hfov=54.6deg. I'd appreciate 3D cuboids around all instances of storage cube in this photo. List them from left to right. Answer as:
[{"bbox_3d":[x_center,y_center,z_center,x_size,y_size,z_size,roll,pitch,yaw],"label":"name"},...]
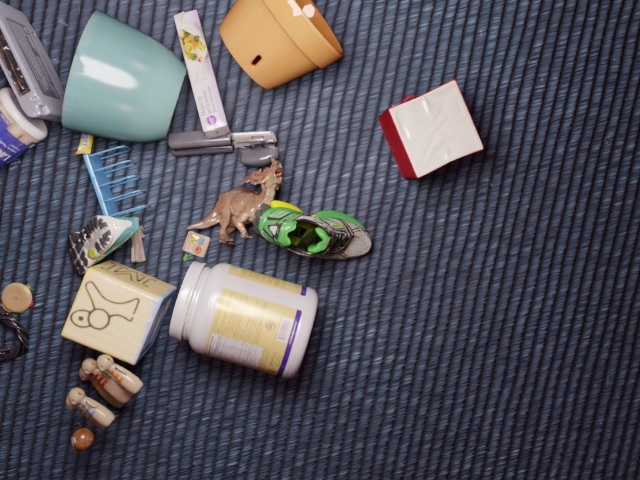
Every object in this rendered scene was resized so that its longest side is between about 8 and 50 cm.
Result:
[{"bbox_3d":[0.273,-0.277,1.577,0.183,0.193,0.215,-23,96,0],"label":"storage cube"}]

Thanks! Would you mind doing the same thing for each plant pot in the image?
[{"bbox_3d":[-0.462,-0.373,1.509,0.235,0.293,0.293,17,94,-15],"label":"plant pot"},{"bbox_3d":[-0.109,-0.511,1.517,0.203,0.291,0.291,-34,95,17],"label":"plant pot"}]

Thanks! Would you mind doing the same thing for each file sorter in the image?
[{"bbox_3d":[-0.520,-0.151,1.602,0.104,0.118,0.170,-18,95,-4],"label":"file sorter"}]

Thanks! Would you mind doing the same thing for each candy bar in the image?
[{"bbox_3d":[-0.599,-0.289,1.600,0.040,0.018,0.161,-4,64,11],"label":"candy bar"}]

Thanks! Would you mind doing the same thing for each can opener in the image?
[{"bbox_3d":[-0.251,-0.238,1.612,0.283,0.076,0.095,-4,69,-1],"label":"can opener"}]

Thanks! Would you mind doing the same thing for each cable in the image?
[{"bbox_3d":[-0.866,0.255,1.655,0.184,0.047,0.150,33,99,-5],"label":"cable"}]

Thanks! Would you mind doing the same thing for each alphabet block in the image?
[{"bbox_3d":[-0.510,0.179,1.591,0.197,0.193,0.192,24,92,-4],"label":"alphabet block"}]

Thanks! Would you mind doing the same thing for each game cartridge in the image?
[{"bbox_3d":[-0.721,-0.433,1.529,0.062,0.198,0.297,-24,94,0],"label":"game cartridge"}]

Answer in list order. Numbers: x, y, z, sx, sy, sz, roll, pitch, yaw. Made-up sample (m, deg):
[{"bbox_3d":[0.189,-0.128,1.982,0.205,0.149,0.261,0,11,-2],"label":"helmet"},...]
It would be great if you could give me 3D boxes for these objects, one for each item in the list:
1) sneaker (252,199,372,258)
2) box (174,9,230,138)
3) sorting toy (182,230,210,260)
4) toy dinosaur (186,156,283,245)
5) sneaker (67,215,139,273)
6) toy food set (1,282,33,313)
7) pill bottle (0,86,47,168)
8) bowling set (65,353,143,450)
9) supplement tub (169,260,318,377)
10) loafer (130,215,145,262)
[{"bbox_3d":[0.000,0.000,1.566,0.343,0.146,0.134,8,110,-38],"label":"sneaker"},{"bbox_3d":[-0.301,-0.423,1.575,0.063,0.067,0.324,-16,82,-1],"label":"box"},{"bbox_3d":[-0.339,0.023,1.672,0.062,0.012,0.083,20,94,-4],"label":"sorting toy"},{"bbox_3d":[-0.203,-0.097,1.616,0.295,0.127,0.200,-9,84,20],"label":"toy dinosaur"},{"bbox_3d":[-0.558,0.011,1.579,0.275,0.110,0.107,-24,84,40],"label":"sneaker"},{"bbox_3d":[-0.814,0.154,1.664,0.082,0.020,0.083,3,94,-2],"label":"toy food set"},{"bbox_3d":[-0.844,-0.252,1.564,0.264,0.153,0.153,-35,95,2],"label":"pill bottle"},{"bbox_3d":[-0.577,0.399,1.544,0.154,0.287,0.200,40,53,-5],"label":"bowling set"},{"bbox_3d":[-0.192,0.196,1.577,0.331,0.241,0.241,17,94,-3],"label":"supplement tub"},{"bbox_3d":[-0.485,-0.003,1.655,0.039,0.045,0.125,1,102,-19],"label":"loafer"}]
